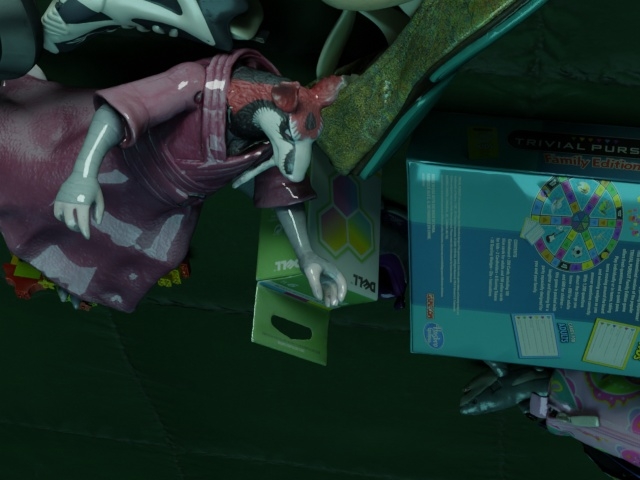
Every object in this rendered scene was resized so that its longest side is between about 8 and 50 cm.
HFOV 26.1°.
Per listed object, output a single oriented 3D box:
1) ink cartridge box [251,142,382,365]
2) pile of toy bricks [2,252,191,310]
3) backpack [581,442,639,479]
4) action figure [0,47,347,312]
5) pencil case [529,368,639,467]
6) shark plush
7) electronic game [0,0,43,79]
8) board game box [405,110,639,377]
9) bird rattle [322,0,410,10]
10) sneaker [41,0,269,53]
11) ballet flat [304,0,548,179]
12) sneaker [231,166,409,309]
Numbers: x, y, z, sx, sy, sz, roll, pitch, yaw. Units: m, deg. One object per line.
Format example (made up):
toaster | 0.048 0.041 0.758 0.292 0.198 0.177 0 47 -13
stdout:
ink cartridge box | 0.000 0.000 1.266 0.062 0.209 0.109 -10 158 37
pile of toy bricks | -0.260 0.030 1.536 0.212 0.105 0.118 8 150 7
backpack | 0.404 0.251 1.660 0.158 0.116 0.173 28 179 -23
action figure | -0.116 -0.078 1.188 0.370 0.275 0.248 -25 140 36
pencil case | 0.375 0.206 1.497 0.284 0.124 0.124 22 157 29
shark plush | 0.251 0.189 1.657 0.161 0.067 0.073 11 150 2
electronic game | -0.319 -0.222 1.125 0.229 0.048 0.229 29 151 18
board game box | 0.252 0.012 1.285 0.336 0.079 0.253 6 134 10
bird rattle | 0.055 -0.226 0.906 0.254 0.207 0.143 -10 126 18
sneaker | -0.123 -0.190 1.119 0.153 0.094 0.235 35 134 -20
ballet flat | 0.078 -0.166 1.086 0.123 0.123 0.348 22 147 -17
sneaker | 0.006 -0.012 1.373 0.224 0.098 0.083 24 148 -20
